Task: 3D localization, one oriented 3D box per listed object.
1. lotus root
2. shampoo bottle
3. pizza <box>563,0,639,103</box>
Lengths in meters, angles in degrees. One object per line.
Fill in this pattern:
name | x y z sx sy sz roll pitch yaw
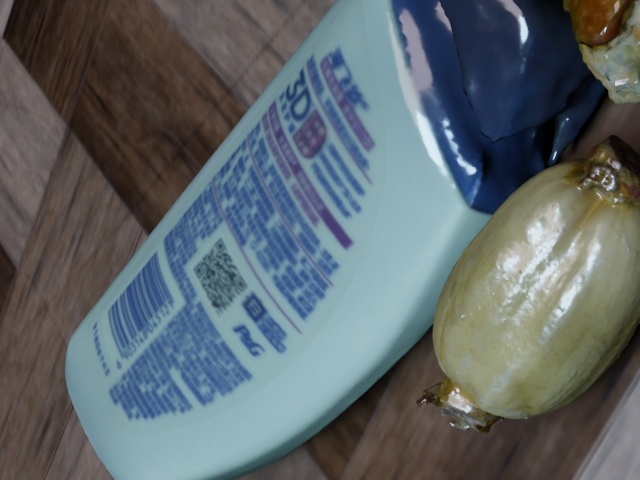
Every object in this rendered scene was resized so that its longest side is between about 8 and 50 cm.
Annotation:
lotus root | 0.087 0.024 0.598 0.073 0.062 0.150 42 125 17
shampoo bottle | 0.000 0.000 0.696 0.359 0.078 0.134 -47 60 40
pizza | 0.160 -0.150 0.512 0.226 0.069 0.147 -52 28 31
